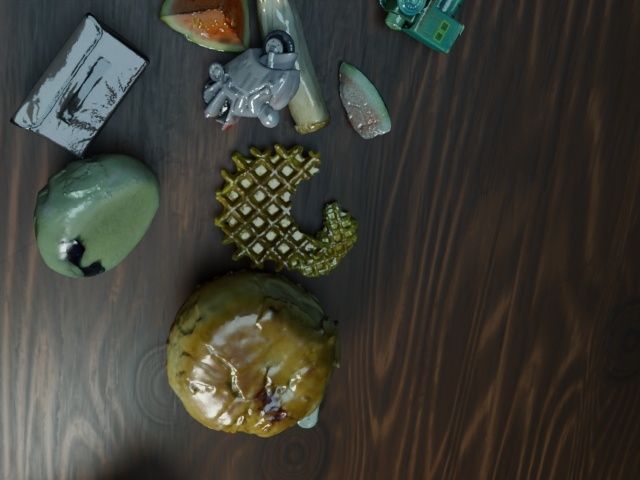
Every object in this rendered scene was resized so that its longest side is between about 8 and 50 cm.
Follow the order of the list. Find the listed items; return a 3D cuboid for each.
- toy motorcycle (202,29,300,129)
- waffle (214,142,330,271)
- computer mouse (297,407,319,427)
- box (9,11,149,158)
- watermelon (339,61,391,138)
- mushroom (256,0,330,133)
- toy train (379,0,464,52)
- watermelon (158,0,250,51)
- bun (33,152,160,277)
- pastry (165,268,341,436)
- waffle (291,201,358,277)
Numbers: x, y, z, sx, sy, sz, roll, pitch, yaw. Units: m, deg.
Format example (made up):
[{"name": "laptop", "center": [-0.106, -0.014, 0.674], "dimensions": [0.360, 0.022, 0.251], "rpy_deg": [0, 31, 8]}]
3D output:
[{"name": "toy motorcycle", "center": [-0.136, -0.312, 1.564], "dimensions": [0.260, 0.110, 0.171], "rpy_deg": [-29, 87, 32]}, {"name": "waffle", "center": [-0.112, -0.073, 1.711], "dimensions": [0.260, 0.069, 0.293], "rpy_deg": [-4, 98, -5]}, {"name": "computer mouse", "center": [-0.030, 0.427, 1.938], "dimensions": [0.056, 0.032, 0.110], "rpy_deg": [12, 94, -20]}, {"name": "box", "center": [-0.467, -0.303, 1.491], "dimensions": [0.153, 0.188, 0.252], "rpy_deg": [35, 94, -20]}, {"name": "watermelon", "center": [0.096, -0.320, 1.702], "dimensions": [0.094, 0.081, 0.180], "rpy_deg": [-18, 97, 8]}, {"name": "mushroom", "center": [-0.059, -0.389, 1.603], "dimensions": [0.095, 0.123, 0.351], "rpy_deg": [-28, 119, -17]}, {"name": "toy train", "center": [0.262, -0.574, 1.636], "dimensions": [0.194, 0.120, 0.298], "rpy_deg": [24, 101, -29]}, {"name": "watermelon", "center": [-0.215, -0.470, 1.555], "dimensions": [0.193, 0.137, 0.145], "rpy_deg": [-41, 149, 1]}, {"name": "bun", "center": [-0.481, -0.073, 1.552], "dimensions": [0.187, 0.293, 0.293], "rpy_deg": [37, 97, 13]}, {"name": "pastry", "center": [-0.155, 0.250, 1.727], "dimensions": [0.409, 0.245, 0.409], "rpy_deg": [-5, 113, -13]}, {"name": "waffle", "center": [0.001, 0.002, 1.791], "dimensions": [0.149, 0.051, 0.194], "rpy_deg": [40, 95, -25]}]
